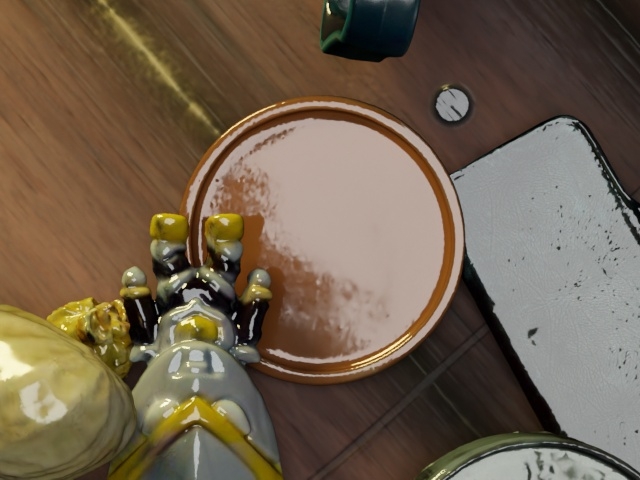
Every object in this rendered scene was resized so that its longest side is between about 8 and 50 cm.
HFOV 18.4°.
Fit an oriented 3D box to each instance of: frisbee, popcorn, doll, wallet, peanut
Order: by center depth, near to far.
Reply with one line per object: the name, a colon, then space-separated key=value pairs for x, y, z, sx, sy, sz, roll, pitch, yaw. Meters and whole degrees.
peanut: x=-0.305 y=0.128 z=1.623 sx=0.313 sy=0.152 sz=0.152 roll=-2 pitch=86 yaw=18
doll: x=-0.100 y=0.136 z=1.659 sx=0.146 sy=0.103 sz=0.316 roll=1 pitch=87 yaw=-30
popcorn: x=-0.196 y=0.085 z=1.676 sx=0.084 sy=0.084 sz=0.084 roll=0 pitch=86 yaw=-2
frisbee: x=0.000 y=0.000 z=1.697 sx=0.251 sy=0.021 sz=0.250 roll=0 pitch=92 yaw=8
wallet: x=0.229 y=0.059 z=1.706 sx=0.172 sy=0.045 sz=0.318 roll=-30 pitch=88 yaw=0

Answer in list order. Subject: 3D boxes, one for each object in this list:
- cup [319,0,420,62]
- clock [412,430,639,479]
cup: x=0.043 y=-0.323 z=1.589 sx=0.242 sy=0.292 sz=0.308 roll=38 pitch=87 yaw=-7
clock: x=0.179 y=0.295 z=1.631 sx=0.281 sy=0.055 sz=0.280 roll=1 pitch=83 yaw=-6
